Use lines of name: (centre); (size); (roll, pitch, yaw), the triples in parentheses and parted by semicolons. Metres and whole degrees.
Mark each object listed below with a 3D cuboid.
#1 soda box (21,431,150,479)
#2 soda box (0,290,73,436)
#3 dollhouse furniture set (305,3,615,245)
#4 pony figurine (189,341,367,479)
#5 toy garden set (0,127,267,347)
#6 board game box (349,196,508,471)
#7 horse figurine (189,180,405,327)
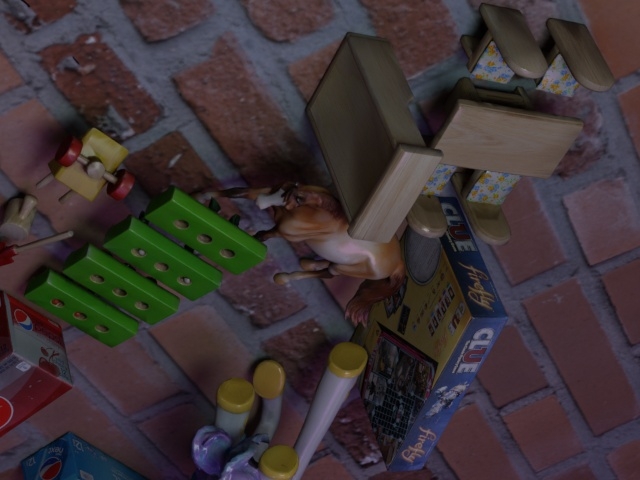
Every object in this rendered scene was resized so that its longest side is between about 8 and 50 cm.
soda box: (-0.237, 0.294, 1.912); (0.071, 0.067, 0.210); (-32, 138, 15)
soda box: (-0.374, 0.164, 1.697); (0.263, 0.083, 0.092); (-34, 137, 17)
dollhouse furniture set: (0.131, -0.083, 1.559); (0.242, 0.161, 0.212); (6, 133, -28)
pony figurine: (-0.084, 0.315, 1.811); (0.303, 0.351, 0.363); (23, 128, 11)
toy garden set: (-0.198, -0.006, 1.575); (0.204, 0.049, 0.244); (34, 139, -27)
board game box: (0.103, 0.098, 1.750); (0.042, 0.165, 0.243); (2, 136, -24)
horse figurine: (0.000, 0.000, 1.628); (0.174, 0.066, 0.263); (-10, 149, 39)
